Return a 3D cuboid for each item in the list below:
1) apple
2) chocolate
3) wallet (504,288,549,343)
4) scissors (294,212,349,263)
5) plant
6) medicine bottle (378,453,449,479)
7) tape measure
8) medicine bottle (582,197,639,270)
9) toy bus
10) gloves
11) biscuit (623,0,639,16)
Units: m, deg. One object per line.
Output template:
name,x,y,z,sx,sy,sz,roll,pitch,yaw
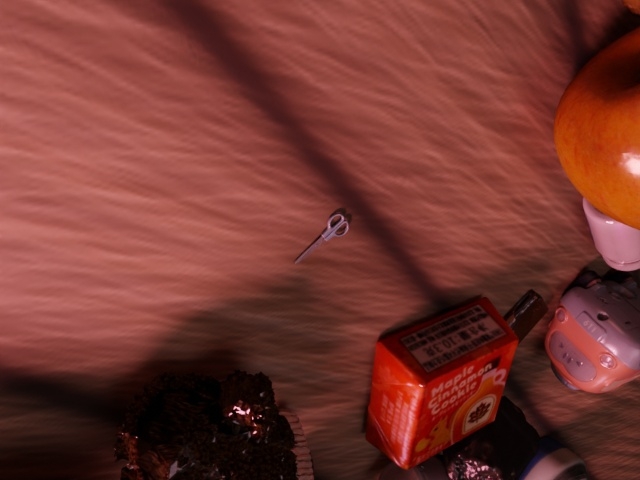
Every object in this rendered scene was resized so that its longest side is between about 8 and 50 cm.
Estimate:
apple,0.463,-0.154,0.739,0.275,0.299,0.299,27,102,-30
chocolate,0.200,0.239,0.945,0.237,0.108,0.235,-15,126,-27
wallet,0.361,0.178,1.079,0.176,0.026,0.095,-47,134,0
scissors,0.000,0.000,0.696,0.083,0.006,0.036,-41,134,-5
plant,0.314,0.382,1.078,0.164,0.142,0.256,-48,168,25
medicine bottle,0.205,0.478,1.096,0.215,0.135,0.135,28,101,-45
tape measure,0.580,0.654,1.504,0.259,0.138,0.262,-5,123,-36
medicine bottle,0.531,-0.027,1.006,0.103,0.103,0.186,-46,136,-1
toy bus,0.582,0.198,1.161,0.287,0.194,0.232,-2,133,-37
gloves,-0.104,0.263,0.690,0.312,0.135,0.210,33,66,-51
biscuit,0.465,-0.416,0.702,0.296,0.075,0.296,-18,132,-21
